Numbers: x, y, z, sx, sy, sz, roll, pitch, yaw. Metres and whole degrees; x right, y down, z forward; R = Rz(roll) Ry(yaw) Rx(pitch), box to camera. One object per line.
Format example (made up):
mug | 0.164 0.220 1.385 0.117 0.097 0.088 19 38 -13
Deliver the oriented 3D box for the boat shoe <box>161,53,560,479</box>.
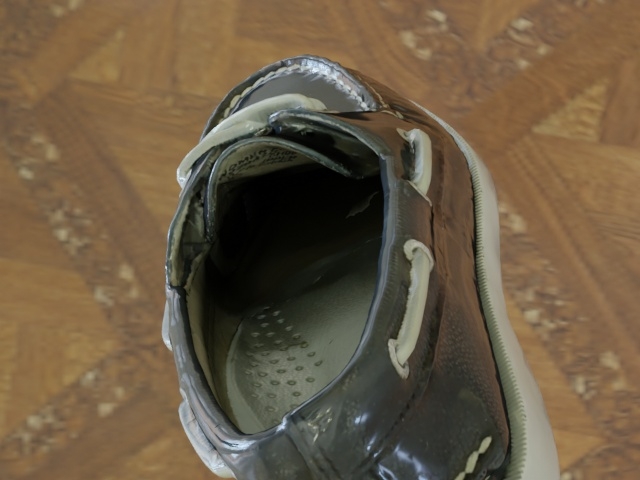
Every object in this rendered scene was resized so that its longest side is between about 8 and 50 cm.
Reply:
boat shoe | 0.000 0.000 0.621 0.114 0.091 0.302 -37 29 6
